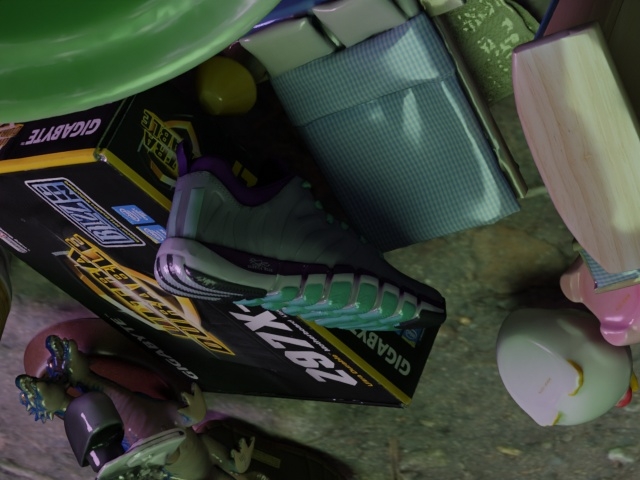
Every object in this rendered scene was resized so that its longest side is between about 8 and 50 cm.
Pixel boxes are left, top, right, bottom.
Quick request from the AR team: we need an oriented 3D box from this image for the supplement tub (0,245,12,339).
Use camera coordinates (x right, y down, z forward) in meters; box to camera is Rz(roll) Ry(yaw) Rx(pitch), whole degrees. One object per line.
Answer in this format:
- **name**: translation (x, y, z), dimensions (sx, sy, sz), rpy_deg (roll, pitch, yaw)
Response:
- **supplement tub**: translation (-0.327, 0.073, 1.066), dimensions (0.144, 0.200, 0.144), rpy_deg (3, 138, 3)

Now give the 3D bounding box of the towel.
- **towel**: translation (0.082, -0.122, 0.931), dimensions (0.110, 0.027, 0.148), rpy_deg (36, 130, -28)

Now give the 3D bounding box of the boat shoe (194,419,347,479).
- **boat shoe**: translation (-0.050, 0.235, 1.328), dimensions (0.190, 0.068, 0.072), rpy_deg (32, 145, -13)

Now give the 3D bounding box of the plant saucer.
- **plant saucer**: translation (-0.195, 0.135, 1.250), dimensions (0.168, 0.029, 0.168), rpy_deg (3, 138, 2)

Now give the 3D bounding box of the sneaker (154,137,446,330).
- **sneaker**: translation (0.000, 0.000, 0.863), dimensions (0.223, 0.098, 0.083), rpy_deg (14, 165, -40)

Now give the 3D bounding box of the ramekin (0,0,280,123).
- **ramekin**: translation (-0.157, -0.202, 0.700), dimensions (0.303, 0.148, 0.303), rpy_deg (-17, 158, -7)

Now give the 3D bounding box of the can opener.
- **can opener**: translation (-0.180, 0.203, 1.113), dimensions (0.074, 0.093, 0.280), rpy_deg (-20, 158, -31)

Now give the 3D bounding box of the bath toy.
- **bath toy**: translation (0.270, 0.024, 1.009), dimensions (0.151, 0.129, 0.348), rpy_deg (51, 134, 16)

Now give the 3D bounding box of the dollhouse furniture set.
- **dollhouse furniture set**: translation (0.086, -0.026, 0.835), dimensions (0.303, 0.198, 0.286), rpy_deg (-15, 115, 30)

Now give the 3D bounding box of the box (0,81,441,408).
- **box**: translation (-0.104, 0.011, 0.994), dimensions (0.257, 0.079, 0.322), rpy_deg (-4, 143, 46)

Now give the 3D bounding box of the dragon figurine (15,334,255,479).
- **dragon figurine**: translation (-0.143, 0.184, 1.195), dimensions (0.144, 0.085, 0.289), rpy_deg (6, 147, 42)
